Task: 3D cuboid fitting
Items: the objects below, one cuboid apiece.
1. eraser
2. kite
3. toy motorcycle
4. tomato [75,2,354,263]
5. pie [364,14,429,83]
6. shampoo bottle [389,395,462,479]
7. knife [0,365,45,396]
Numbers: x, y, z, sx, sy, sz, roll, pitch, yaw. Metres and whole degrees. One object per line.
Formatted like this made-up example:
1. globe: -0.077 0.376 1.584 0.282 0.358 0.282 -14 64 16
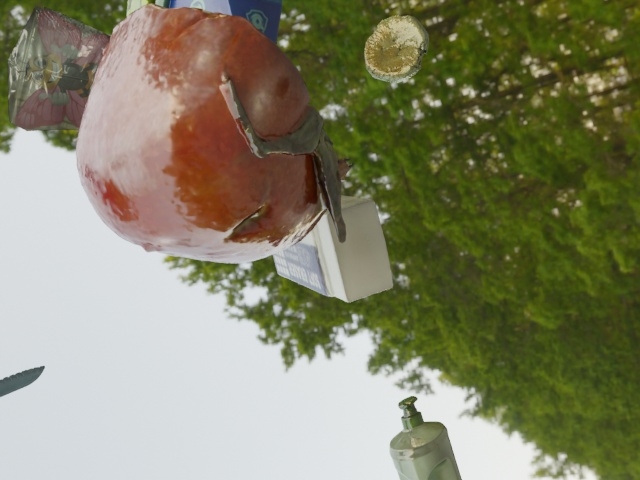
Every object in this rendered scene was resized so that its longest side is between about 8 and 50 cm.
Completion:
1. eraser: 0.000 0.000 1.089 0.279 0.081 0.124 -165 61 -68
2. kite: -0.321 -0.252 1.232 0.022 0.360 0.204 158 121 -81
3. toy motorcycle: -0.135 -0.310 1.070 0.191 0.200 0.326 3 -144 -32
4. tomato: -0.133 -0.065 0.729 0.309 0.309 0.170 56 -131 -35
5. pie: 0.090 -0.228 0.907 0.020 0.084 0.084 17 -118 -63
6. shampoo bottle: 0.155 0.337 1.083 0.118 0.087 0.234 -18 -89 -70
7. knife: -0.621 0.284 1.302 0.313 0.019 0.045 -22 -50 -32
